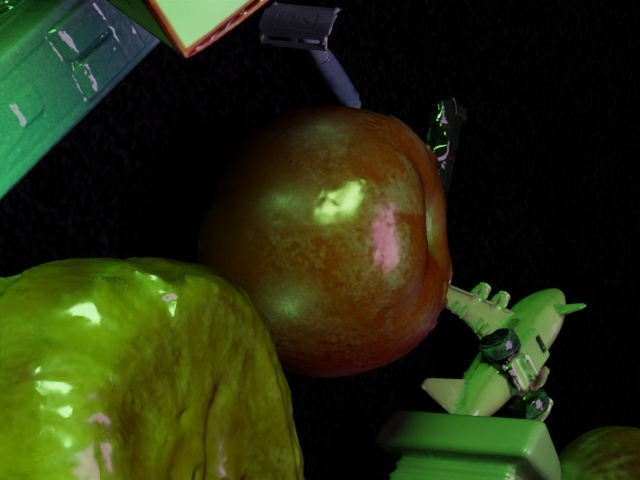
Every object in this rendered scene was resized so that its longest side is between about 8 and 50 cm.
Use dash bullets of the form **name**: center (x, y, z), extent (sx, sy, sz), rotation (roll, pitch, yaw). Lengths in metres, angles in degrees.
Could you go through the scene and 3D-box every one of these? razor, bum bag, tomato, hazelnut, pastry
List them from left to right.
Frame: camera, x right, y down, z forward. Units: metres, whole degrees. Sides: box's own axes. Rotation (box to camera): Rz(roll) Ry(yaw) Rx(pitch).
- **pastry**: center (-0.125, 0.166, 1.052), extent (0.356, 0.164, 0.356), rotation (-6, 90, -68)
- **tomato**: center (0.000, 0.000, 1.219), extent (0.208, 0.184, 0.208), rotation (-7, 90, -74)
- **razor**: center (0.005, -0.146, 1.335), extent (0.135, 0.068, 0.040), rotation (52, 55, -54)
- **bum bag**: center (0.108, -0.075, 1.475), extent (0.058, 0.034, 0.124), rotation (35, 65, -57)
- **hazelnut**: center (0.318, 0.297, 1.663), extent (0.214, 0.176, 0.214), rotation (19, 48, -23)

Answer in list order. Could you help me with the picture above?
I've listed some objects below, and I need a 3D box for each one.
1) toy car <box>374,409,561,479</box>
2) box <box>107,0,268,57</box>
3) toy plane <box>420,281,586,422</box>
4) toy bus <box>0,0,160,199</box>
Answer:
- **toy car**: center (0.167, 0.321, 1.416), extent (0.336, 0.242, 0.226), rotation (44, 56, -42)
- **box**: center (-0.091, -0.340, 0.916), extent (0.300, 0.312, 0.314), rotation (-39, 127, -9)
- **toy plane**: center (0.182, 0.115, 1.540), extent (0.244, 0.092, 0.229), rotation (-42, 110, -39)
- **toy bus**: center (-0.204, -0.092, 1.026), extent (0.261, 0.109, 0.091), rotation (-53, 125, -37)
